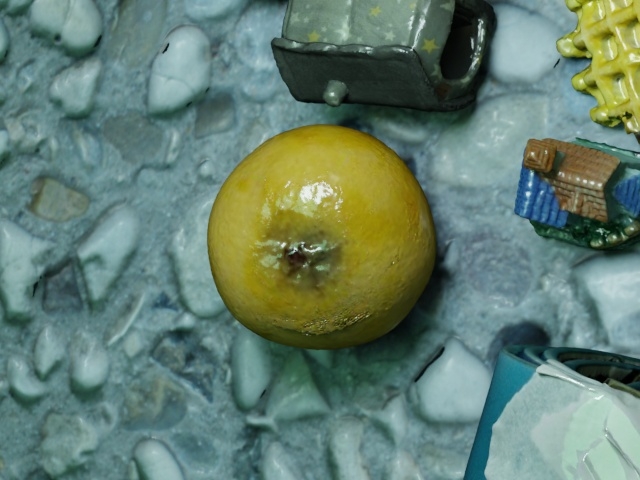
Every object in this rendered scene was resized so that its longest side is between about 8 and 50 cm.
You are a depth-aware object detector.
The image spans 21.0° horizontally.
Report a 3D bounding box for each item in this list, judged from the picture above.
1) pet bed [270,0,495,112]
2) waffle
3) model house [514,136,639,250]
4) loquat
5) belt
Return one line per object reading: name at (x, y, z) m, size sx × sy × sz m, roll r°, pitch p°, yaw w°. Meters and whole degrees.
pet bed at (0.072, -0.218, 1.977) m, size 0.210 × 0.183 × 0.159 m, roll 10°, pitch 83°, yaw 32°
waffle at (0.365, -0.228, 1.798) m, size 0.307 × 0.060 × 0.312 m, roll 57°, pitch 141°, yaw 33°
model house at (0.267, -0.054, 1.850) m, size 0.148 × 0.148 × 0.119 m, roll 18°, pitch 95°, yaw 36°
loquat at (0.000, 0.000, 1.960) m, size 0.263 × 0.263 × 0.263 m, roll -5°, pitch 82°, yaw 33°
belt at (0.313, 0.205, 1.616) m, size 0.300 × 0.436 × 0.173 m, roll 18°, pitch 97°, yaw 30°
